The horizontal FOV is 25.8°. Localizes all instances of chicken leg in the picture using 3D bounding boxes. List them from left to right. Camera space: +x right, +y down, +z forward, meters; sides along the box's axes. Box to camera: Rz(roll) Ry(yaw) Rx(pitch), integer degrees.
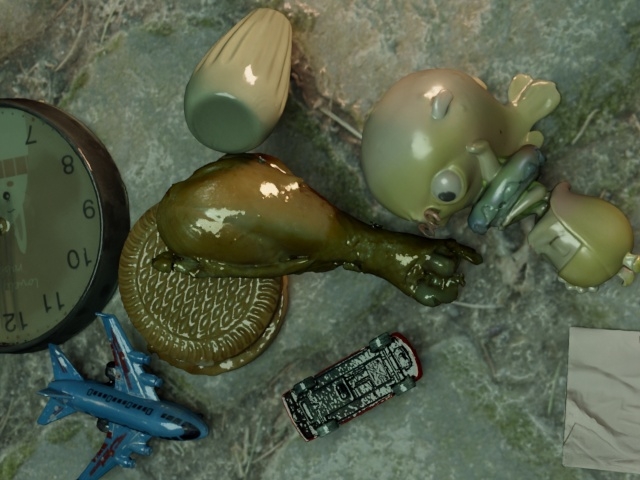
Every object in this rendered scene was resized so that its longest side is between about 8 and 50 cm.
[{"bbox_3d":[0.000,0.000,1.818,0.429,0.201,0.153,15,131,-8],"label":"chicken leg"}]

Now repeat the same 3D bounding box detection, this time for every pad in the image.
[{"bbox_3d":[0.376,0.208,1.822,0.113,0.006,0.188,3,94,16],"label":"pad"}]

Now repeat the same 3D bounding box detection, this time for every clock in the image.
[{"bbox_3d":[-0.467,-0.021,2.036,0.386,0.076,0.386,0,91,17],"label":"clock"}]

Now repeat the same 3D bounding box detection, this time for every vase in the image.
[{"bbox_3d":[-0.096,-0.221,1.841,0.128,0.248,0.128,8,130,9],"label":"vase"}]

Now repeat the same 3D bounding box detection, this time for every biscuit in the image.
[{"bbox_3d":[-0.164,0.060,1.945,0.259,0.079,0.259,0,90,16],"label":"biscuit"}]

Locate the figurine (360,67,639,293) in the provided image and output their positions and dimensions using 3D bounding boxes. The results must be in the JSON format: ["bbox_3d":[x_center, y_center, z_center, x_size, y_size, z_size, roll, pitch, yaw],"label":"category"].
[{"bbox_3d":[0.253,-0.084,1.782,0.394,0.226,0.274,36,73,7],"label":"figurine"}]

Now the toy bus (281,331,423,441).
[{"bbox_3d":[0.050,0.194,1.877,0.195,0.089,0.081,-31,83,16],"label":"toy bus"}]

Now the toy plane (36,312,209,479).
[{"bbox_3d":[-0.276,0.235,1.969,0.271,0.105,0.254,12,99,14],"label":"toy plane"}]
